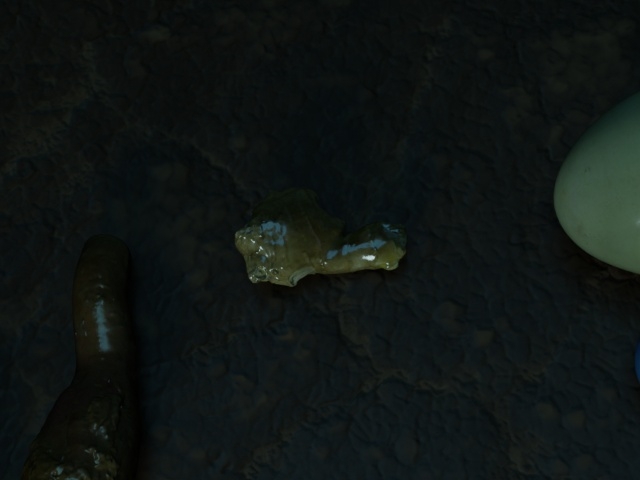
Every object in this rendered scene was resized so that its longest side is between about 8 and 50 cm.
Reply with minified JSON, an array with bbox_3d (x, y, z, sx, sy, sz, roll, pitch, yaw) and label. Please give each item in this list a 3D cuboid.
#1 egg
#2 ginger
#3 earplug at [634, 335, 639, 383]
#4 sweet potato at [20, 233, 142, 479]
[{"bbox_3d":[0.337,-0.057,1.608,0.253,0.188,0.189,-10,66,9],"label":"egg"},{"bbox_3d":[-0.002,-0.008,1.702,0.165,0.067,0.096,-4,66,-8],"label":"ginger"},{"bbox_3d":[0.389,0.160,1.549,0.132,0.132,0.273,-41,65,-10],"label":"earplug"},{"bbox_3d":[-0.214,0.171,1.634,0.109,0.109,0.385,7,63,10],"label":"sweet potato"}]
